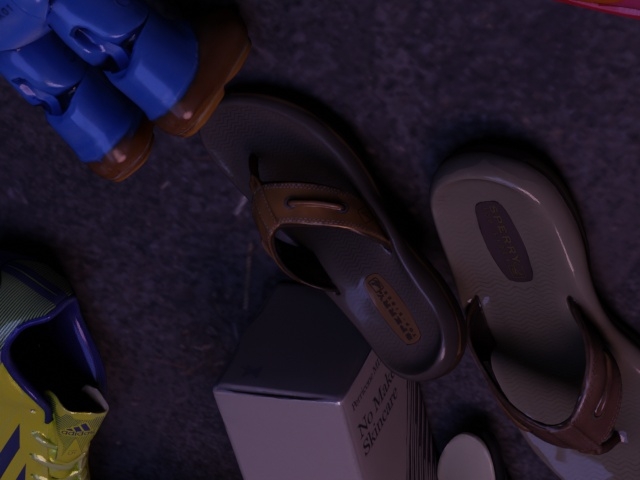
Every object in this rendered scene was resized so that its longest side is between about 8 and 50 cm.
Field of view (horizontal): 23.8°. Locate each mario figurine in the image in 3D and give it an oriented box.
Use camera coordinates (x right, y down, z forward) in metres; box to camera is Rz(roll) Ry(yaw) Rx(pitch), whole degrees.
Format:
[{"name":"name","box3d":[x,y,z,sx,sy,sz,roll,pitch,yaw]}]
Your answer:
[{"name":"mario figurine","box3d":[-0.185,-0.190,0.849,0.198,0.170,0.320,-45,116,6]}]

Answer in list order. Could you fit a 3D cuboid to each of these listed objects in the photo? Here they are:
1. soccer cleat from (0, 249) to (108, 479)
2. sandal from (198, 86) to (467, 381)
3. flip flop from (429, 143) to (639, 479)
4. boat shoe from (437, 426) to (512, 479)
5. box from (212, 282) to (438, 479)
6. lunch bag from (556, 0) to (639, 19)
[{"name":"soccer cleat","box3d":[-0.204,0.136,1.117,0.121,0.093,0.289,18,132,29]},{"name":"sandal","box3d":[0.000,0.000,0.910,0.090,0.060,0.219,-37,87,43]},{"name":"flip flop","box3d":[0.138,0.068,0.917,0.112,0.080,0.277,-9,123,30]},{"name":"boat shoe","box3d":[0.112,0.175,1.050,0.049,0.042,0.133,28,139,37]},{"name":"box","box3d":[0.020,0.168,1.037,0.094,0.113,0.275,4,131,25]},{"name":"lunch bag","box3d":[0.177,-0.208,0.607,0.293,0.120,0.258,11,142,7]}]
